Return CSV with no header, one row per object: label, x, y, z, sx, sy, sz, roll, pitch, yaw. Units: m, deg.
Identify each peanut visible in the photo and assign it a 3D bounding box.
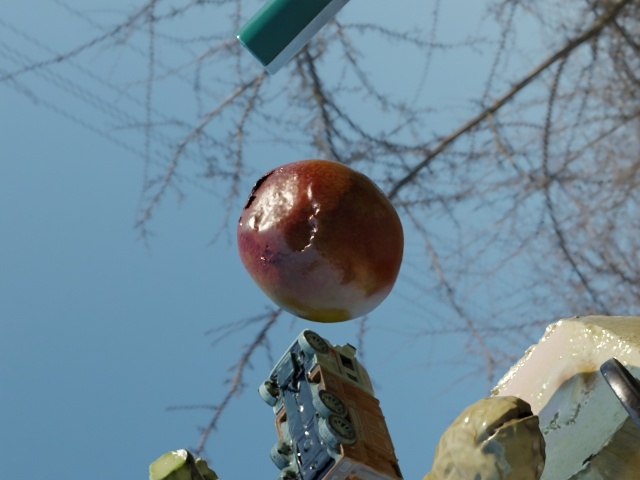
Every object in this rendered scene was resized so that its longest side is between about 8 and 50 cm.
peanut,0.182,0.287,1.295,0.130,0.290,0.130,7,-132,-8

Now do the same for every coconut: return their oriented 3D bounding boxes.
coconut,0.469,0.315,1.613,0.404,0.404,0.404,39,-149,-30

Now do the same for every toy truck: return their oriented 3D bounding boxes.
toy truck,0.020,0.277,1.663,0.162,0.136,0.305,27,-157,-25

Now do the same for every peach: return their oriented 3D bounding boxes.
peach,0.000,0.000,1.521,0.231,0.231,0.231,39,-149,-30

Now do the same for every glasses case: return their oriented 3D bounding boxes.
glasses case,0.018,-0.347,1.451,0.070,0.301,0.117,45,-177,1

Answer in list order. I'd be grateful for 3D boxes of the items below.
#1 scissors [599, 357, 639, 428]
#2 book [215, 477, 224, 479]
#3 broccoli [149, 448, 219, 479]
scissors,0.273,0.196,0.735,0.109,0.022,0.300,39,-162,-41
book,-0.166,0.341,1.180,0.231,0.161,0.026,-34,-76,-22
broccoli,-0.186,0.420,1.679,0.263,0.247,0.243,-61,-38,-52
